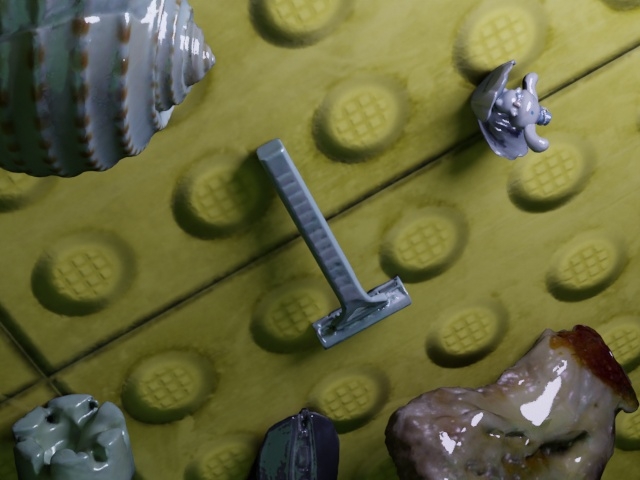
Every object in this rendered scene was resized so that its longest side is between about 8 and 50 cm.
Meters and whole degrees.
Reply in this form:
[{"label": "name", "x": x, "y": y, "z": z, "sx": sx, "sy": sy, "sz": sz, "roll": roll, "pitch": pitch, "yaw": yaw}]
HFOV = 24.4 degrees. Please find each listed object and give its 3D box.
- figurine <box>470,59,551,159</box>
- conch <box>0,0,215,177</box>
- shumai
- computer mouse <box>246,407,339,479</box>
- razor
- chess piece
[{"label": "figurine", "x": 0.198, "y": -0.133, "z": 1.506, "sx": 0.086, "sy": 0.094, "sz": 0.082, "roll": 36, "pitch": 150, "yaw": -12}, {"label": "conch", "x": -0.239, "y": -0.195, "z": 1.180, "sx": 0.319, "sy": 0.215, "sz": 0.303, "roll": 2, "pitch": 115, "yaw": -26}, {"label": "shumai", "x": 0.256, "y": 0.253, "z": 1.741, "sx": 0.283, "sy": 0.217, "sz": 0.346, "roll": -35, "pitch": 129, "yaw": 6}, {"label": "computer mouse", "x": -0.032, "y": 0.283, "z": 1.741, "sx": 0.106, "sy": 0.062, "sz": 0.192, "roll": -5, "pitch": 129, "yaw": -21}, {"label": "razor", "x": 0.003, "y": 0.006, "z": 1.540, "sx": 0.111, "sy": 0.056, "sz": 0.278, "roll": -29, "pitch": 132, "yaw": 1}, {"label": "chess piece", "x": -0.249, "y": 0.319, "z": 1.607, "sx": 0.194, "sy": 0.194, "sz": 0.299, "roll": -13, "pitch": 121, "yaw": -14}]
